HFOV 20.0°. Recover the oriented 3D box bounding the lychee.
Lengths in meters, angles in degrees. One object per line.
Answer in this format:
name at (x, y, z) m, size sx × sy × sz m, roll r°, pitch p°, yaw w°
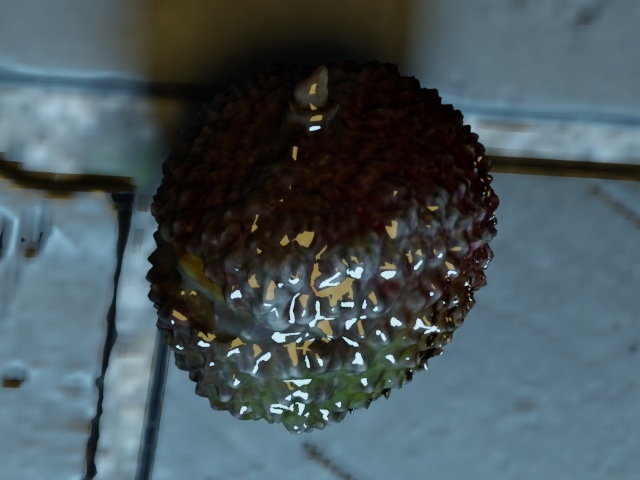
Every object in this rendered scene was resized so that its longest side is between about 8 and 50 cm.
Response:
lychee at (0.000, 0.000, 0.357) m, size 0.067 × 0.068 × 0.083 m, roll 19°, pitch 132°, yaw 7°
